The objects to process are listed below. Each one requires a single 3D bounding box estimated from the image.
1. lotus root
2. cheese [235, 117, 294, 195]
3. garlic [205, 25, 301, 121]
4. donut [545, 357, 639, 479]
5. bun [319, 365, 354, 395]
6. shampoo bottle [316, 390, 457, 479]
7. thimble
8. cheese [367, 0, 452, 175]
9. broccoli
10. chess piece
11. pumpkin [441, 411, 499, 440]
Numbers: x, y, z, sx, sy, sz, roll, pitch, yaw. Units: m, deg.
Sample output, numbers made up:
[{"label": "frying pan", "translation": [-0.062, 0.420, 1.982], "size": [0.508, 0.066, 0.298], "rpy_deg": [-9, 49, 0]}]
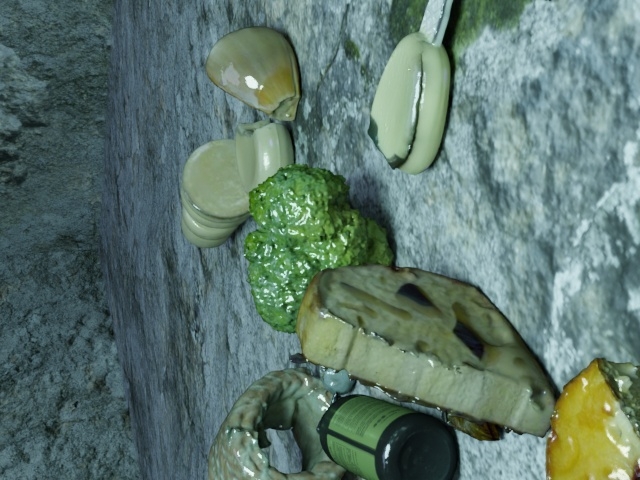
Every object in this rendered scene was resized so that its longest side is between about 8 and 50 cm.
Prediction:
[{"label": "lotus root", "translation": [0.105, 0.097, 0.793], "size": [0.170, 0.260, 0.074], "rpy_deg": [-69, -8, -59]}, {"label": "cheese", "translation": [-0.095, -0.101, 1.368], "size": [0.163, 0.070, 0.249], "rpy_deg": [167, 98, -67]}, {"label": "garlic", "translation": [-0.119, -0.291, 1.353], "size": [0.164, 0.145, 0.245], "rpy_deg": [62, 171, -26]}, {"label": "donut", "translation": [0.250, 0.201, 0.574], "size": [0.141, 0.085, 0.217], "rpy_deg": [120, 141, -53]}, {"label": "bun", "translation": [0.022, 0.195, 1.163], "size": [0.083, 0.045, 0.083], "rpy_deg": [180, 90, -71]}, {"label": "shampoo bottle", "translation": [0.063, 0.255, 1.003], "size": [0.284, 0.101, 0.101], "rpy_deg": [172, 94, -67]}, {"label": "thimble", "translation": [-0.056, 0.313, 1.163], "size": [0.196, 0.229, 0.148], "rpy_deg": [37, 131, 9]}, {"label": "cheese", "translation": [0.116, -0.206, 0.874], "size": [0.127, 0.054, 0.251], "rpy_deg": [-118, 34, -46]}, {"label": "broccoli", "translation": [0.015, 0.023, 1.057], "size": [0.302, 0.186, 0.254], "rpy_deg": [-8, -88, -70]}, {"label": "chess piece", "translation": [-0.215, -0.075, 1.563], "size": [0.299, 0.167, 0.167], "rpy_deg": [135, 128, -67]}, {"label": "pumpkin", "translation": [0.163, 0.179, 0.847], "size": [0.101, 0.035, 0.073], "rpy_deg": [10, 117, 66]}]
